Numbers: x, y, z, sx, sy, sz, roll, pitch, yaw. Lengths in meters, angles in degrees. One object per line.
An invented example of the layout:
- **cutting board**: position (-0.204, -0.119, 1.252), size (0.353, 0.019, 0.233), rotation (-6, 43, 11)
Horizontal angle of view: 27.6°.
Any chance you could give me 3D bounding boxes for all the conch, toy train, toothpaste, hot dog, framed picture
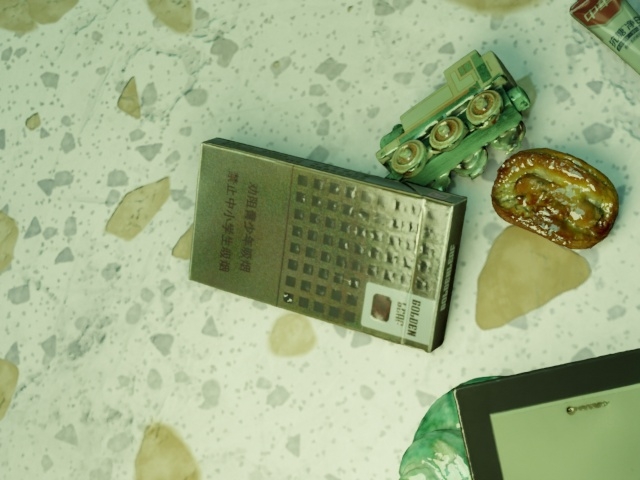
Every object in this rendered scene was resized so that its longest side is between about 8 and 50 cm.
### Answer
- **conch**: position (0.164, 0.227, 1.368), size (0.134, 0.196, 0.202), rotation (47, 56, -2)
- **toy train**: position (0.150, -0.130, 1.513), size (0.194, 0.081, 0.125), rotation (-34, 42, 16)
- **toothpaste**: position (0.378, -0.205, 1.481), size (0.062, 0.039, 0.239), rotation (-43, 64, 12)
- **hot dog**: position (0.261, -0.049, 1.464), size (0.147, 0.065, 0.099), rotation (29, 90, 22)
- **framed picture**: position (0.292, 0.286, 1.293), size (0.265, 0.016, 0.347), rotation (-13, 91, -1)

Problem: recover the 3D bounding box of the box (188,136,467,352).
- **box**: position (0.000, 0.001, 1.512), size (0.325, 0.047, 0.180), rotation (15, 110, 22)
